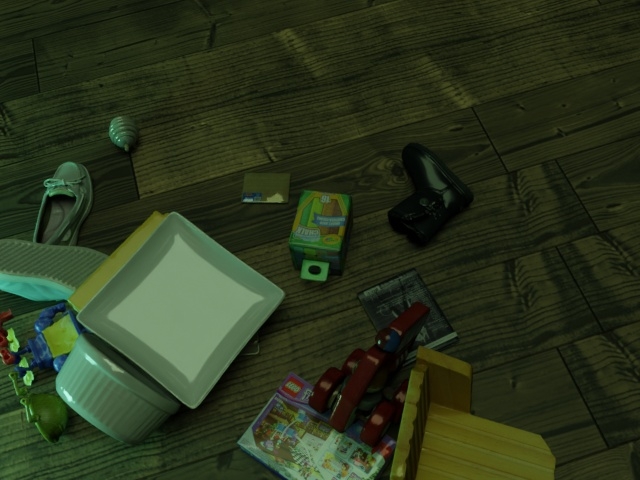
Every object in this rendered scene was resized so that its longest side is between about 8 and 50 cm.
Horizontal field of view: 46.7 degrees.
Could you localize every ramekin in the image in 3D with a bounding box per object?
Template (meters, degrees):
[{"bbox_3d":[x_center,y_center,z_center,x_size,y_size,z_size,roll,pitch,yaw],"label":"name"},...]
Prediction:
[{"bbox_3d":[-0.448,0.330,1.611,0.272,0.273,0.127,33,79,21],"label":"ramekin"}]

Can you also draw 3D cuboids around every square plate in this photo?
[{"bbox_3d":[-0.318,0.155,1.720,0.347,0.049,0.344,36,68,7],"label":"square plate"}]

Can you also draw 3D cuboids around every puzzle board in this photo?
[{"bbox_3d":[-0.148,-0.142,2.017,0.128,0.011,0.096,1,60,5],"label":"puzzle board"}]

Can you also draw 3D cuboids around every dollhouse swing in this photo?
[{"bbox_3d":[0.312,0.447,1.451,0.304,0.315,0.347,8,54,15],"label":"dollhouse swing"}]

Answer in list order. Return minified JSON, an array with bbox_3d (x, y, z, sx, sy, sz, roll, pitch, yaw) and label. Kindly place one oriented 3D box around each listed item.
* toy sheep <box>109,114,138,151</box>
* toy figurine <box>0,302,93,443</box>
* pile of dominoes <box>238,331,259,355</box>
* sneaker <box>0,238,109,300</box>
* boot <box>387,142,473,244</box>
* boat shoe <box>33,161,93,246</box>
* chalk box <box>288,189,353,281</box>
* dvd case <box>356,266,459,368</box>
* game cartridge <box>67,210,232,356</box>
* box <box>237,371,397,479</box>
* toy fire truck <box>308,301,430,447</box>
[{"bbox_3d":[-0.556,-0.303,2.100,0.091,0.091,0.132,-21,59,-9],"label":"toy sheep"},{"bbox_3d":[-0.606,0.251,1.713,0.217,0.191,0.363,-27,61,-18],"label":"toy figurine"},{"bbox_3d":[-0.277,0.196,1.807,0.251,0.040,0.196,-3,66,-4],"label":"pile of dominoes"},{"bbox_3d":[-0.647,0.094,1.850,0.365,0.150,0.135,17,58,-13],"label":"sneaker"},{"bbox_3d":[0.247,-0.124,1.928,0.207,0.094,0.246,-36,69,-21],"label":"boot"},{"bbox_3d":[-0.689,-0.085,1.966,0.118,0.103,0.321,3,59,6],"label":"boat shoe"},{"bbox_3d":[0.000,0.000,1.848,0.132,0.132,0.213,7,59,9],"label":"chalk box"},{"bbox_3d":[0.209,0.184,1.787,0.164,0.018,0.221,-23,59,-11],"label":"dvd case"},{"bbox_3d":[-0.388,0.118,1.780,0.285,0.053,0.324,38,67,8],"label":"game cartridge"},{"bbox_3d":[-0.005,0.449,1.616,0.293,0.057,0.201,30,65,20],"label":"box"},{"bbox_3d":[0.122,0.271,1.572,0.169,0.254,0.302,30,24,21],"label":"toy fire truck"}]
